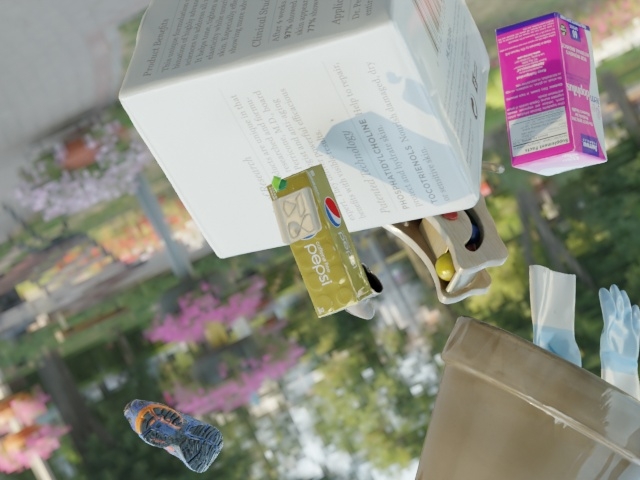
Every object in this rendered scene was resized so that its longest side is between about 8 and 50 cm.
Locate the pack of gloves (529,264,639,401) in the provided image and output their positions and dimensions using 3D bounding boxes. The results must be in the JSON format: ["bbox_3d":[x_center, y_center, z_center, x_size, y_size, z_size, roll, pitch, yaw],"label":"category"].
[{"bbox_3d":[0.397,0.155,2.127,0.195,0.232,0.046,12,156,-23],"label":"pack of gloves"}]

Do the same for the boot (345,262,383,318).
[{"bbox_3d":[0.059,0.070,2.080,0.087,0.118,0.042,-6,-133,53],"label":"boot"}]

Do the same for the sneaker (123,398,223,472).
[{"bbox_3d":[-0.243,0.316,2.458,0.087,0.221,0.083,28,-101,44],"label":"sneaker"}]

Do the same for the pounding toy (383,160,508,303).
[{"bbox_3d":[0.187,-0.051,2.219,0.154,0.269,0.154,3,134,-24],"label":"pounding toy"}]

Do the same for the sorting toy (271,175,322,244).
[{"bbox_3d":[-0.033,-0.042,1.767,0.062,0.083,0.012,-23,-169,-40],"label":"sorting toy"}]

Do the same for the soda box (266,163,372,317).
[{"bbox_3d":[0.000,0.000,1.858,0.061,0.181,0.058,-21,-176,23],"label":"soda box"}]

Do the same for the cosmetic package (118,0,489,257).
[{"bbox_3d":[-0.007,-0.228,2.030,0.394,0.327,0.329,-12,-138,22],"label":"cosmetic package"}]

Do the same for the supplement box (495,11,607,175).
[{"bbox_3d":[0.350,-0.220,2.234,0.114,0.220,0.111,-12,168,36],"label":"supplement box"}]

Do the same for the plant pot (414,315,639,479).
[{"bbox_3d":[0.252,0.291,1.876,0.280,0.323,0.323,-60,-178,-5],"label":"plant pot"}]
